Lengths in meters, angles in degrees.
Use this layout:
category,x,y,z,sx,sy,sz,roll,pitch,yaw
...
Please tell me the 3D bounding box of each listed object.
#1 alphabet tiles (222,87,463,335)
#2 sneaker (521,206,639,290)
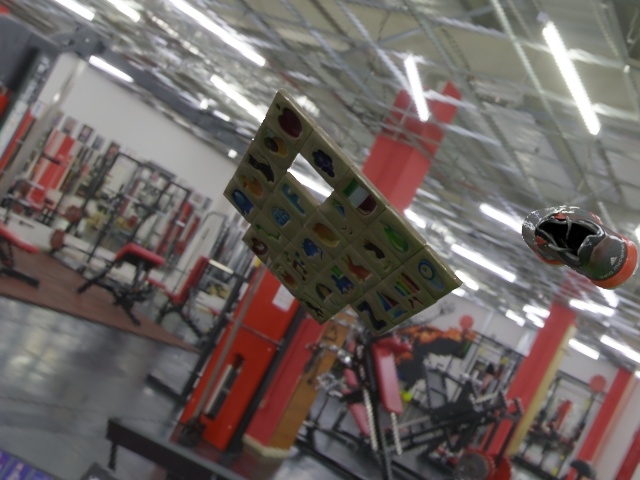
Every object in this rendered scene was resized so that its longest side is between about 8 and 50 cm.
category,x,y,z,sx,sy,sz,roll,pitch,yaw
alphabet tiles,0.000,0.000,0.691,0.198,0.009,0.237,47,-27,2
sneaker,0.215,-0.009,0.707,0.065,0.061,0.158,29,3,-20
